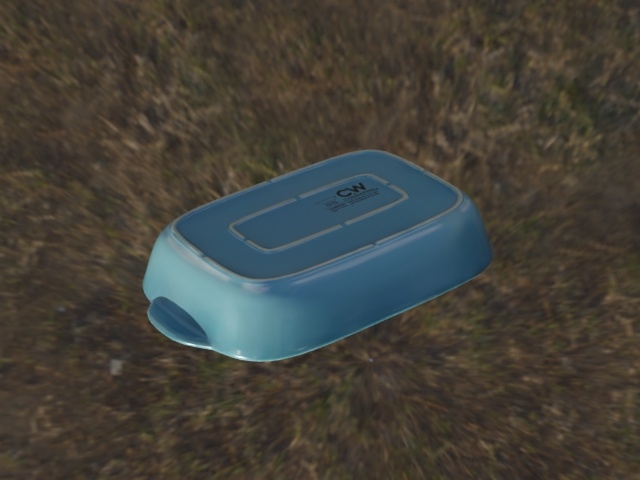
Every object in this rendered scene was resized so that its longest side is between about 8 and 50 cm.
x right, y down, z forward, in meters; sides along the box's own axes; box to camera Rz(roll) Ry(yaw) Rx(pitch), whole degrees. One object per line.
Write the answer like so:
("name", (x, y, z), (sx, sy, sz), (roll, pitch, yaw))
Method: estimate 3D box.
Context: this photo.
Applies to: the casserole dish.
("casserole dish", (0.000, 0.000, 0.740), (0.188, 0.114, 0.037), (-21, 126, -33))
